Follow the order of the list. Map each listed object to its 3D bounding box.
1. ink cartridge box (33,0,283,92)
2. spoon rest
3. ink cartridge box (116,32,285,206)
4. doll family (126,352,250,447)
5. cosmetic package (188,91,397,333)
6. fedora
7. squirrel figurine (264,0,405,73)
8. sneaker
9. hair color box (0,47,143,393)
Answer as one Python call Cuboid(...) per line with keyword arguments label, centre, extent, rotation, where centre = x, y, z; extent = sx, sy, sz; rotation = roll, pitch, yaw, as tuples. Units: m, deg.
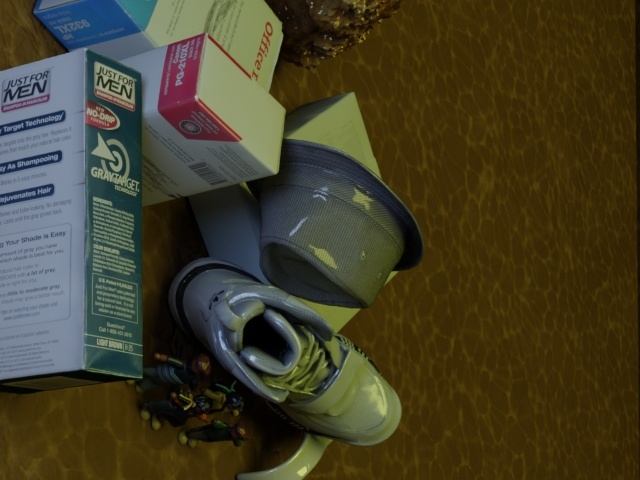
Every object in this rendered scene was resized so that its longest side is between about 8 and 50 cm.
Cuboid(label="ink cartridge box", centre=(-0.194, -0.279, 1.895), extent=(0.307, 0.129, 0.223), rotation=(49, 42, -41))
Cuboid(label="spoon rest", centre=(-0.022, 0.252, 2.079), extent=(0.137, 0.084, 0.276), rotation=(63, 35, -27))
Cuboid(label="ink cartridge box", centre=(-0.188, -0.133, 1.760), extent=(0.172, 0.237, 0.100), rotation=(42, 45, -46))
Cuboid(label="doll family", centre=(-0.153, 0.197, 1.845), extent=(0.193, 0.111, 0.076), rotation=(36, 52, -50))
Cuboid(label="cosmetic package", centre=(-0.023, -0.019, 2.142), extent=(0.377, 0.097, 0.284), rotation=(-40, 114, -55))
Cuboid(label="fedora", centre=(0.000, 0.000, 1.876), extent=(0.124, 0.244, 0.275), rotation=(-67, 148, -22))
Cuboid(label="squirrel figurine", centre=(0.078, -0.436, 2.159), extent=(0.281, 0.371, 0.397), rotation=(43, 47, -47))
Cuboid(label="sneaker", centre=(-0.023, 0.164, 1.889), extent=(0.366, 0.210, 0.137), rotation=(38, 86, -20))
Cuboid(label="hair color box", centre=(-0.287, -0.017, 1.620), extent=(0.105, 0.174, 0.347), rotation=(18, 66, -57))
